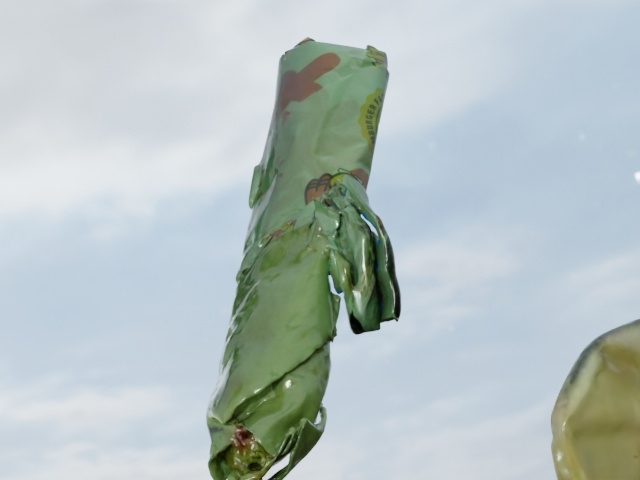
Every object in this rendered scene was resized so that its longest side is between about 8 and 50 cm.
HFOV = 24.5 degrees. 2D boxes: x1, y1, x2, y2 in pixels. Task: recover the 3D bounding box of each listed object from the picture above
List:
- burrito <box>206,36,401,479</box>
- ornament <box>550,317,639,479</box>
[{"bbox_3d":[0.000,0.000,0.779,0.104,0.288,0.054,-20,-42,42],"label":"burrito"},{"bbox_3d":[0.183,0.106,0.617,0.059,0.180,0.201,-14,3,43],"label":"ornament"}]
